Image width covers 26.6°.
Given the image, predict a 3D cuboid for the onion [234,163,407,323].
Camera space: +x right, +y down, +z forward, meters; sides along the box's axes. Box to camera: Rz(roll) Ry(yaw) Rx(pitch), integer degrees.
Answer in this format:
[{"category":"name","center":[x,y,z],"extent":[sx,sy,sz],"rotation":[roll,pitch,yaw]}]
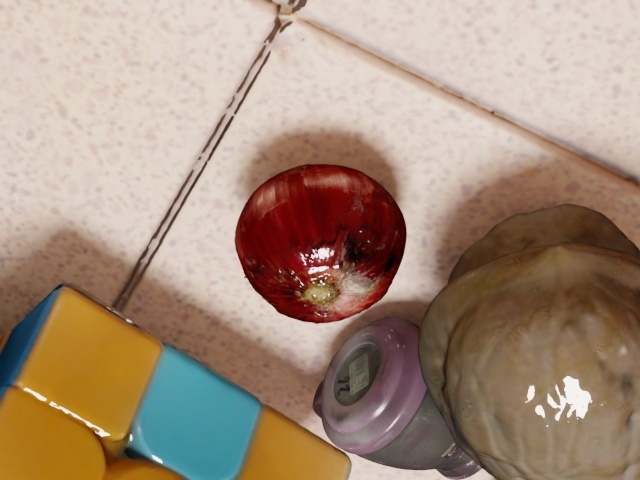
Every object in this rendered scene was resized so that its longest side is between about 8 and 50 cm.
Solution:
[{"category":"onion","center":[0.000,0.000,0.999],"extent":[0.131,0.131,0.131],"rotation":[3,130,4]}]

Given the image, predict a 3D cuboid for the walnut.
[{"category":"walnut","center":[0.172,0.082,0.986],"extent":[0.224,0.224,0.224],"rotation":[3,130,4]}]

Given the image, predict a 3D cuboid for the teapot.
[{"category":"teapot","center":[0.070,0.148,1.116],"extent":[0.146,0.116,0.148],"rotation":[32,122,-30]}]

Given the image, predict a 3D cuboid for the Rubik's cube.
[{"category":"Rubik's cube","center":[-0.194,0.262,1.078],"extent":[0.291,0.292,0.290],"rotation":[32,141,-17]}]
